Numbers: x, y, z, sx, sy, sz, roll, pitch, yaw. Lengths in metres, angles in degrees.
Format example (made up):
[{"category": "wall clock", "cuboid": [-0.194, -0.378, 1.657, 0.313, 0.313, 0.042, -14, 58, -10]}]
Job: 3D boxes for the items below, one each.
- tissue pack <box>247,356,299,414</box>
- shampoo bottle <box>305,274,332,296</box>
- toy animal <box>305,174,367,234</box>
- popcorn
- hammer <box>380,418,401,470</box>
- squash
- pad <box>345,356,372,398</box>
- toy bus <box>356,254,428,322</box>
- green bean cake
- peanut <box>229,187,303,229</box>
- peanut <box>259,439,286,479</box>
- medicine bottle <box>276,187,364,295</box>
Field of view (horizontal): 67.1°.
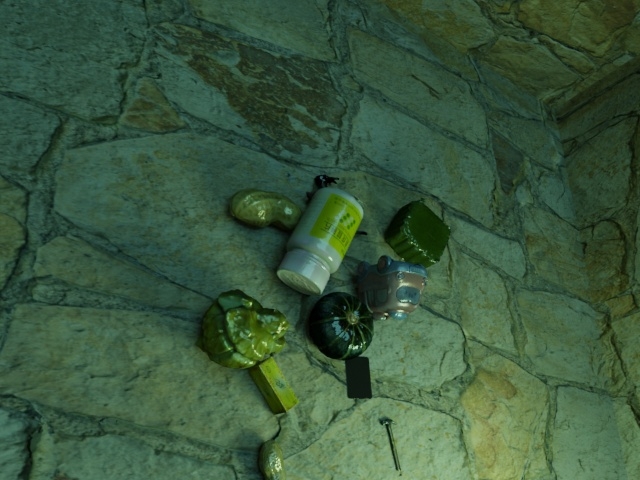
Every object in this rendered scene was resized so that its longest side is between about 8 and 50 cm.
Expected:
[{"category": "tissue pack", "cuboid": [-0.156, 0.478, 1.585, 0.062, 0.095, 0.176, -28, 85, -40]}, {"category": "shampoo bottle", "cuboid": [-0.012, 0.149, 1.869, 0.080, 0.040, 0.165, 40, 51, -5]}, {"category": "toy animal", "cuboid": [0.060, -0.138, 2.019, 0.195, 0.090, 0.324, -25, 81, -38]}, {"category": "popcorn", "cuboid": [-0.244, 0.280, 1.544, 0.277, 0.225, 0.276, 24, 46, -26]}, {"category": "hammer", "cuboid": [0.271, 0.753, 1.783, 0.062, 0.017, 0.182, -2, 71, -33]}, {"category": "squash", "cuboid": [0.076, 0.313, 1.771, 0.252, 0.165, 0.252, 16, 57, -26]}, {"category": "pad", "cuboid": [0.144, 0.516, 1.820, 0.112, 0.003, 0.157, 11, 63, -29]}, {"category": "toy bus", "cuboid": [0.272, 0.197, 1.879, 0.197, 0.294, 0.231, 15, 71, -30]}, {"category": "green bean cake", "cuboid": [0.435, -0.023, 2.166, 0.250, 0.156, 0.247, 40, 54, -11]}, {"category": "peanut", "cuboid": [-0.196, -0.115, 1.825, 0.306, 0.147, 0.146, 4, 66, -36]}, {"category": "peanut", "cuboid": [-0.149, 0.709, 1.493, 0.080, 0.080, 0.174, -1, 68, -33]}, {"category": "medicine bottle", "cuboid": [0.000, 0.000, 1.802, 0.214, 0.213, 0.378, 34, 65, -15]}]
